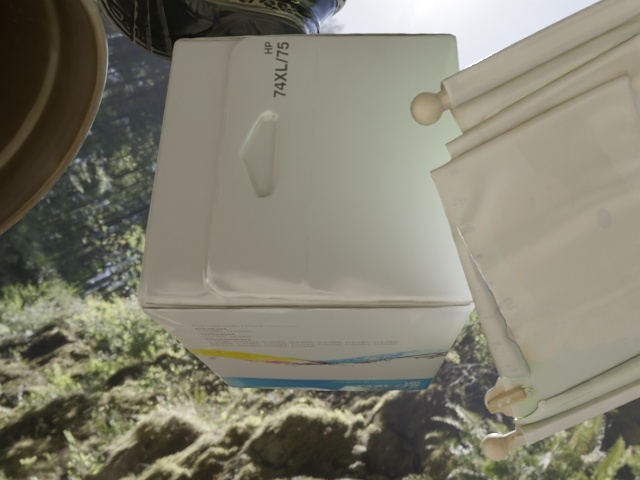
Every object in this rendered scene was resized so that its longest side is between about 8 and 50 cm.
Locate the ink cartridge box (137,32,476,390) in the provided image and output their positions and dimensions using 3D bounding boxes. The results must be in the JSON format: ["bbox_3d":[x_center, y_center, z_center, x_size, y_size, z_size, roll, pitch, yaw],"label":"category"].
[{"bbox_3d":[0.000,0.000,0.498,0.270,0.197,0.198,81,10,-67],"label":"ink cartridge box"}]

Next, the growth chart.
[{"bbox_3d":[0.144,-0.003,0.327,0.021,0.172,0.237,-116,-172,-72],"label":"growth chart"}]

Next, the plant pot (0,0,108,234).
[{"bbox_3d":[-0.396,-0.166,0.513,0.280,0.323,0.323,38,-42,9],"label":"plant pot"}]

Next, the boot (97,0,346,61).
[{"bbox_3d":[-0.097,-0.259,0.667,0.236,0.178,0.085,19,-47,9],"label":"boot"}]

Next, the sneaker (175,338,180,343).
[{"bbox_3d":[-0.186,0.169,1.075,0.178,0.072,0.077,19,-68,35],"label":"sneaker"}]
